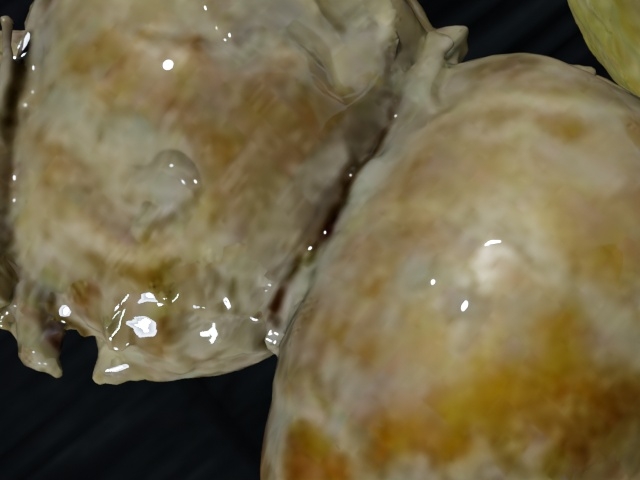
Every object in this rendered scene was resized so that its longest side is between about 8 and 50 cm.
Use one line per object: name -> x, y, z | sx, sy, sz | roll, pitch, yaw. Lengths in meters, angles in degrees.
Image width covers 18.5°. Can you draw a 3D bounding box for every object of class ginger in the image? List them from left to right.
ginger -> 0.000, 0.000, 0.653 | 0.375, 0.256, 0.176 | 23, 155, 12

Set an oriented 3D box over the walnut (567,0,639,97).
walnut -> 0.252, -0.141, 1.019 | 0.283, 0.227, 0.283 | 43, -162, -17
